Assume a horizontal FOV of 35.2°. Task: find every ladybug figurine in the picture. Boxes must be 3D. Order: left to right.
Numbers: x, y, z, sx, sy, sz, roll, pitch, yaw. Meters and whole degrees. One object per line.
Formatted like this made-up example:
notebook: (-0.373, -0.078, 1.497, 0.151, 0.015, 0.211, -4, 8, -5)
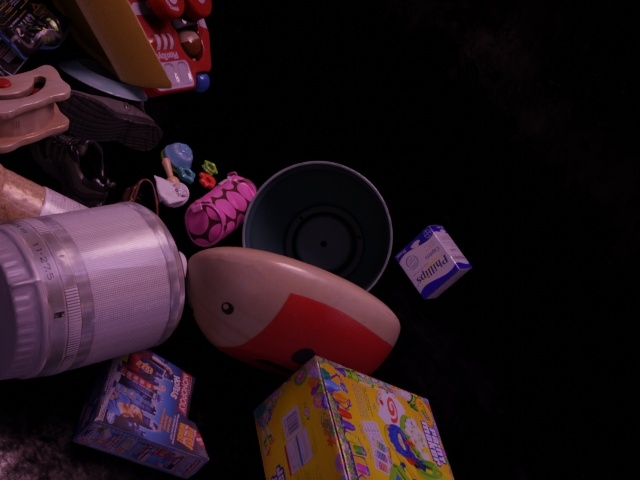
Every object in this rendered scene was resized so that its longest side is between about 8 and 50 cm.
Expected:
ladybug figurine: (-0.046, 0.148, 1.770, 0.449, 0.305, 0.162, 26, 69, -36)

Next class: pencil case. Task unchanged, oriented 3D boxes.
pencil case: (-0.198, -0.064, 2.017, 0.209, 0.095, 0.098, -51, 131, -65)

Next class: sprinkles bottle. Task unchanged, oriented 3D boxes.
sprinkles bottle: (-0.389, 0.003, 1.615, 0.355, 0.121, 0.121, 29, 32, -30)

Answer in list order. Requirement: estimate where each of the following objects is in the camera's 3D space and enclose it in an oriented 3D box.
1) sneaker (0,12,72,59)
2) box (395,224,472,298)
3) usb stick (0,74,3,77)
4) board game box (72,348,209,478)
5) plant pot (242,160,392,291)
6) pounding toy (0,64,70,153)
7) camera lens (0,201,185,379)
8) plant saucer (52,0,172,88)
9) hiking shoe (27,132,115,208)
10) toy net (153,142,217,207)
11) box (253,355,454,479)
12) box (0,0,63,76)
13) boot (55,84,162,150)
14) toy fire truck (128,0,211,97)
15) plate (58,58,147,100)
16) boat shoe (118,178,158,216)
sneaker: (-0.517, -0.382, 1.844, 0.067, 0.078, 0.188, 50, 26, -4)
box: (0.277, 0.053, 2.488, 0.072, 0.126, 0.137, -2, 53, -57)
usb stick: (-0.666, -0.322, 1.726, 0.278, 0.077, 0.045, 37, -2, -18)
board game box: (-0.255, 0.263, 1.518, 0.194, 0.060, 0.194, 36, 28, -20)
plant pot: (0.000, 0.000, 2.047, 0.293, 0.293, 0.196, 49, 0, 7)
pounding toy: (-0.548, -0.190, 1.690, 0.154, 0.155, 0.269, 30, 37, 24)
camera lens: (-0.347, 0.068, 1.429, 0.274, 0.219, 0.219, -13, 61, -41)
plant saucer: (-0.458, -0.462, 1.994, 0.333, 0.081, 0.333, 40, -19, 45)
hiking shoe: (-0.431, -0.152, 1.776, 0.227, 0.114, 0.086, 54, 27, 16)
toy net: (-0.280, -0.116, 2.026, 0.122, 0.045, 0.232, 40, 29, -16)
box: (0.068, 0.388, 1.676, 0.279, 0.177, 0.290, 26, 33, -34)
box: (-0.648, -0.424, 1.886, 0.257, 0.079, 0.322, 39, 28, -19)
boot: (-0.437, -0.263, 1.988, 0.246, 0.083, 0.161, 17, 26, -43)
toy fire truck: (-0.345, -0.454, 2.300, 0.302, 0.169, 0.254, -25, 100, -63)
plate: (-0.433, -0.330, 2.035, 0.188, 0.024, 0.188, 23, 14, -6)
boat shoe: (-0.324, -0.028, 1.807, 0.073, 0.073, 0.207, 26, 35, -36)
